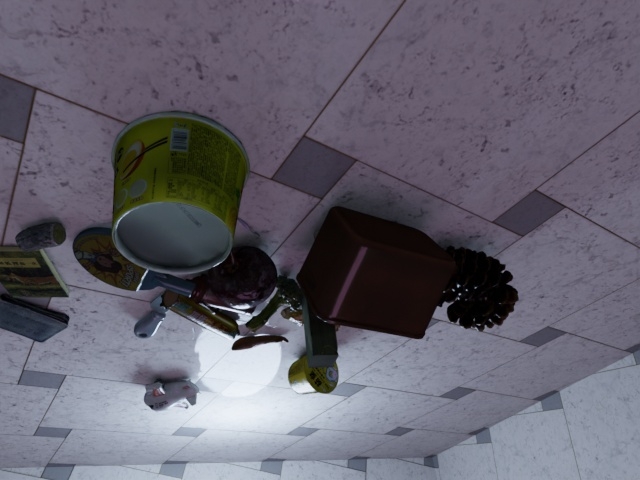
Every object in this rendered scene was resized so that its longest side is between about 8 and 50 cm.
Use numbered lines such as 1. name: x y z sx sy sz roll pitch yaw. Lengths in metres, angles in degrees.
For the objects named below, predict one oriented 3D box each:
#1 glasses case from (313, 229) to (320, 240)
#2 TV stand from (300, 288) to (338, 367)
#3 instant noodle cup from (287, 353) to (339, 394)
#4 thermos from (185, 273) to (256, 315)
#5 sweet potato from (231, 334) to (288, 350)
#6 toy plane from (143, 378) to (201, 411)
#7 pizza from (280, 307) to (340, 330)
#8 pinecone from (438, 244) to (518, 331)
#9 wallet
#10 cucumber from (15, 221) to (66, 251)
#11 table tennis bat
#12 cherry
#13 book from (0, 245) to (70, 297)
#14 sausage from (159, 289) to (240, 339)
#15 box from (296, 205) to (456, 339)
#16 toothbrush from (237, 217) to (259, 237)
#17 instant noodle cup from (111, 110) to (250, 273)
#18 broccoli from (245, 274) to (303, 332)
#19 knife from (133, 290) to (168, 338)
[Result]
1. glasses case: 0.000 0.000 1.286 0.032 0.021 0.083 -10 142 3
2. TV stand: -0.007 0.245 1.393 0.082 0.270 0.088 3 141 -14
3. instant noodle cup: -0.038 0.543 1.857 0.182 0.183 0.144 23 142 -33
4. thermos: -0.306 0.155 1.366 0.231 0.099 0.124 21 138 -32
5. sweet potato: -0.226 0.377 1.706 0.214 0.050 0.050 -7 142 -10
6. toy plane: -0.630 0.657 1.933 0.251 0.118 0.252 -3 141 -2
7. pizza: -0.006 0.275 1.534 0.197 0.058 0.292 5 168 42
8. pinecone: 0.432 0.136 1.369 0.291 0.247 0.246 27 131 -22
9. wallet: -0.923 0.247 1.425 0.167 0.036 0.222 -28 137 24
10. cucumber: -0.690 -0.009 1.123 0.111 0.064 0.064 -11 142 9
11. table tennis bat: -0.496 0.072 1.226 0.328 0.044 0.215 27 129 -18
12. cherry: -0.207 0.102 1.260 0.194 0.195 0.195 -5 142 -4
13. book: -0.811 0.091 1.258 0.160 0.024 0.228 1 142 -7
14. sausage: -0.368 0.250 1.480 0.082 0.082 0.371 -21 144 16
15. box: 0.146 0.080 1.196 0.338 0.239 0.230 14 112 -24
16. toothbrush: -0.203 -0.044 1.203 0.011 0.013 0.131 -33 135 14
17. instant noodle cup: -0.303 -0.081 0.970 0.310 0.222 0.312 -4 141 -3
18. broccoli: -0.141 0.201 1.386 0.204 0.118 0.122 -45 174 -8
19. knife: -0.510 0.216 1.463 0.080 0.044 0.331 26 126 -32
